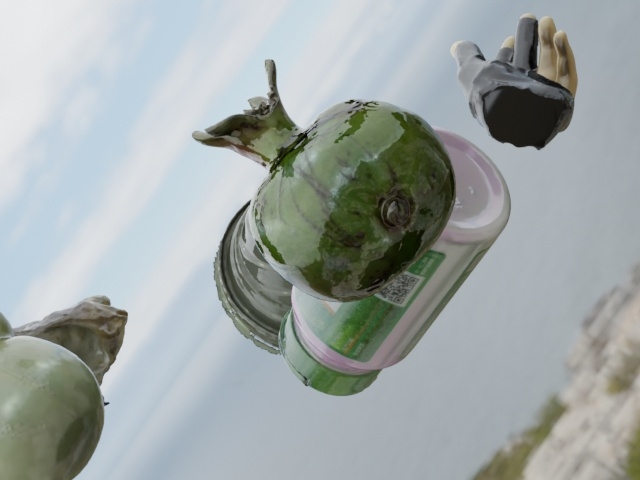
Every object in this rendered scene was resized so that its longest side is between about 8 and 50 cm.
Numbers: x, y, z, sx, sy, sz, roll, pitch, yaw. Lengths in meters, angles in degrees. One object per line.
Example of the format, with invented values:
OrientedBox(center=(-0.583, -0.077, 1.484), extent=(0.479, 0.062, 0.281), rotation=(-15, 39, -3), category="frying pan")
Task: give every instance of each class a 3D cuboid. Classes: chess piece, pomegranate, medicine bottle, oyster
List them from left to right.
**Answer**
OrientedBox(center=(-0.328, 0.096, 1.244), extent=(0.182, 0.330, 0.182), rotation=(-55, -20, -31), category="chess piece")
OrientedBox(center=(-0.375, 0.171, 1.811), extent=(0.337, 0.133, 0.198), rotation=(-24, 21, -14), category="oyster")
OrientedBox(center=(0.002, -0.051, 1.128), extent=(0.152, 0.191, 0.131), rotation=(-40, -16, -20), category="pomegranate")
OrientedBox(center=(0.057, 0.029, 1.392), extent=(0.133, 0.133, 0.274), rotation=(-57, -2, -45), category="medicine bottle")

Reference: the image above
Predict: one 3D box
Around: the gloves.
OrientedBox(center=(0.284, -0.239, 2.266), extent=(0.301, 0.197, 0.152), rotation=(-73, -3, -48), category="gloves")

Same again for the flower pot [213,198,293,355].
OrientedBox(center=(0.000, 0.000, 1.639), extent=(0.235, 0.235, 0.140), rotation=(-56, -16, -30), category="flower pot")
